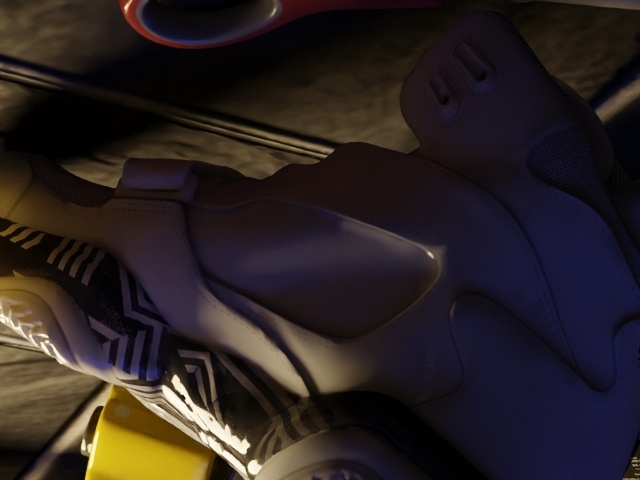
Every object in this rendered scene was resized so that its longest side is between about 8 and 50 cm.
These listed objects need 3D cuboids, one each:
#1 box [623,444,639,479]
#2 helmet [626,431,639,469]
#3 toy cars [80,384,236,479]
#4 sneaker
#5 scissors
[{"bbox_3d":[0.253,0.161,0.887,0.322,0.079,0.257,-7,132,42],"label":"box"},{"bbox_3d":[0.083,0.068,0.788,0.169,0.162,0.169,2,153,1],"label":"helmet"},{"bbox_3d":[-0.203,0.222,1.114,0.393,0.087,0.176,-23,118,34],"label":"toy cars"},{"bbox_3d":[0.000,0.000,0.687,0.366,0.210,0.137,31,174,33],"label":"sneaker"},{"bbox_3d":[0.054,-0.106,0.608,0.297,0.021,0.109,1,153,4],"label":"scissors"}]
